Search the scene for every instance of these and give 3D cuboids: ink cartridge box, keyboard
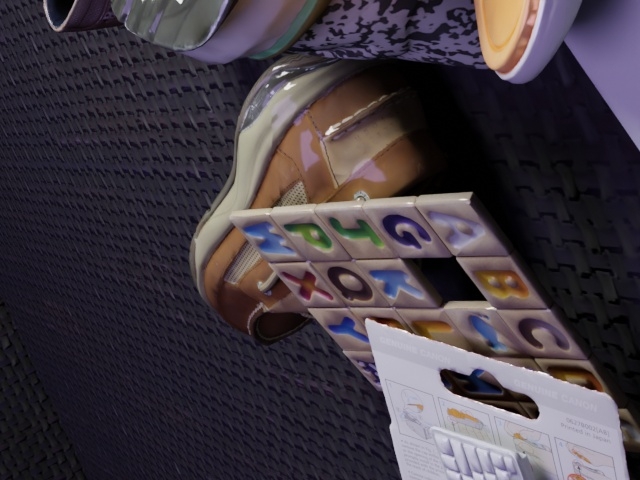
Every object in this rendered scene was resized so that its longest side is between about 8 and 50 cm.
[{"bbox_3d":[0.126,0.147,0.855,0.181,0.056,0.224,15,128,43],"label":"ink cartridge box"},{"bbox_3d":[0.126,0.221,0.862,0.072,0.014,0.256,5,123,48],"label":"keyboard"}]

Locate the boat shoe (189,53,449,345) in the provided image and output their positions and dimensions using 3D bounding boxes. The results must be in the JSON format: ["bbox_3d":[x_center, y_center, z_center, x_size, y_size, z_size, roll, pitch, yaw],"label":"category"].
[{"bbox_3d":[0.000,0.000,0.932,0.120,0.123,0.324,52,158,16],"label":"boat shoe"}]

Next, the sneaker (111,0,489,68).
[{"bbox_3d":[-0.009,-0.161,0.716,0.158,0.182,0.410,-61,23,20],"label":"sneaker"}]

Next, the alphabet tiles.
[{"bbox_3d":[0.077,0.063,0.832,0.198,0.009,0.237,-3,134,50],"label":"alphabet tiles"}]

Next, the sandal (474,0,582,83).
[{"bbox_3d":[0.048,-0.184,0.509,0.102,0.076,0.265,125,149,-64],"label":"sandal"}]

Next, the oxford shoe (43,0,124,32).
[{"bbox_3d":[-0.148,-0.286,0.902,0.130,0.133,0.363,41,150,44],"label":"oxford shoe"}]

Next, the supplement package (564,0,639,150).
[{"bbox_3d":[0.173,-0.056,0.484,0.179,0.105,0.105,57,159,10],"label":"supplement package"}]
